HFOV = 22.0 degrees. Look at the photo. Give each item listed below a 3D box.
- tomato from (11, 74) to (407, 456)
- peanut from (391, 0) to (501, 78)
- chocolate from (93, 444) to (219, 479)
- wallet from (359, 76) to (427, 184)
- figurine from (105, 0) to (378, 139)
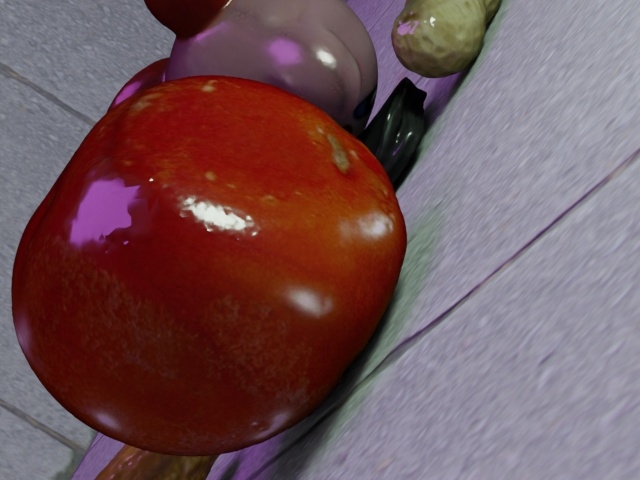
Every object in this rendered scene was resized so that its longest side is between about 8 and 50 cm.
[{"bbox_3d":[-0.097,0.021,1.390,0.293,0.290,0.325,-49,18,38],"label":"tomato"},{"bbox_3d":[0.141,-0.256,1.739,0.086,0.104,0.228,-8,36,34],"label":"peanut"},{"bbox_3d":[-0.233,0.357,1.531,0.445,0.162,0.162,-55,6,-21],"label":"chocolate"},{"bbox_3d":[0.000,0.000,1.785,0.377,0.051,0.197,-56,6,19],"label":"wallet"},{"bbox_3d":[-0.059,-0.183,1.761,0.211,0.261,0.269,-46,-21,-52],"label":"figurine"}]
